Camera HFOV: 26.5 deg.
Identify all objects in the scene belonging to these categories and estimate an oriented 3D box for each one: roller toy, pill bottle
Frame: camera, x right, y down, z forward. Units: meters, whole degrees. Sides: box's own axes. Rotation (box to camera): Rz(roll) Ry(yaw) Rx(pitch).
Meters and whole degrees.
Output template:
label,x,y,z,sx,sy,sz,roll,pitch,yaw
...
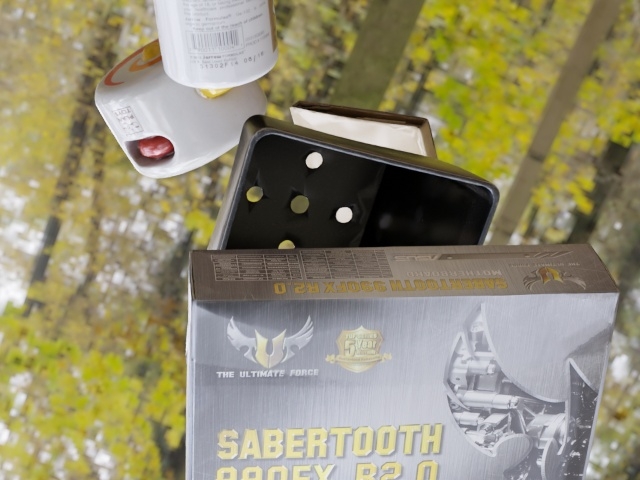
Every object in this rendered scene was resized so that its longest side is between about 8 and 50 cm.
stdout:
label,x,y,z,sx,sy,sz,roll,pitch,yaw
roller toy,-0.178,-0.183,1.703,0.146,0.191,0.209,60,-178,-23
pill bottle,-0.119,-0.291,1.461,0.131,0.229,0.131,-4,-147,2

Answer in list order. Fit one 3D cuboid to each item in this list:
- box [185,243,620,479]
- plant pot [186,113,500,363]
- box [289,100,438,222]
label,x,y,z,sx,sy,sz,roll,pitch,yaw
box,0.039,0.093,0.770,0.231,0.183,0.056,0,-149,-9
plant pot,0.000,0.000,1.040,0.188,0.188,0.167,13,-164,-17
box,0.058,-0.042,1.363,0.164,0.201,0.021,12,-138,38
